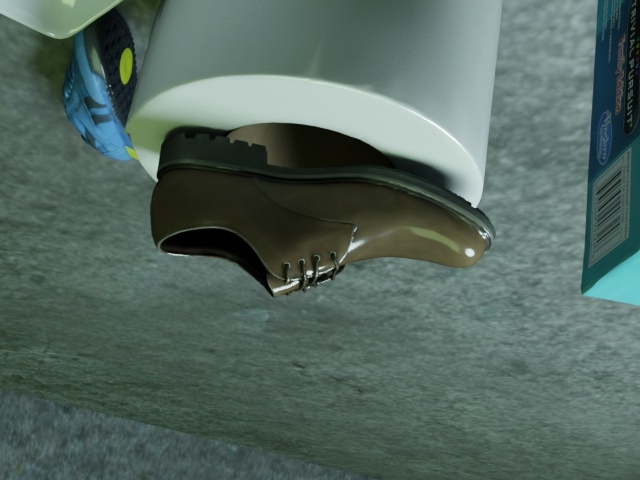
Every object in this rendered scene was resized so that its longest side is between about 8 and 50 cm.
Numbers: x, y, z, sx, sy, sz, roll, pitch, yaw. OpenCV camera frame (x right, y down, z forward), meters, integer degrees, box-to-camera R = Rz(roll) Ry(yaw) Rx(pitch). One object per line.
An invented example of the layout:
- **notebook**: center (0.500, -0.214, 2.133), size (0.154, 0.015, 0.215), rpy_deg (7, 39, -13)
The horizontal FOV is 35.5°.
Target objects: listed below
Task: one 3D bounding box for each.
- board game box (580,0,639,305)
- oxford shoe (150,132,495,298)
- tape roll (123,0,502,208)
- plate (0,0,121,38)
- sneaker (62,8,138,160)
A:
- **board game box**: center (0.336, -0.059, 0.610), size (0.336, 0.254, 0.079), rpy_deg (13, 156, -7)
- **oxford shoe**: center (0.000, 0.000, 0.656), size (0.227, 0.096, 0.083), rpy_deg (7, 155, 2)
- **tape roll**: center (0.002, -0.120, 0.713), size (0.246, 0.169, 0.246), rpy_deg (9, 157, 4)
- **plate**: center (-0.144, -0.236, 0.530), size (0.277, 0.045, 0.278), rpy_deg (-26, 157, 25)
- **sneaker**: center (-0.203, -0.135, 0.890), size (0.082, 0.069, 0.209), rpy_deg (12, 157, 5)
